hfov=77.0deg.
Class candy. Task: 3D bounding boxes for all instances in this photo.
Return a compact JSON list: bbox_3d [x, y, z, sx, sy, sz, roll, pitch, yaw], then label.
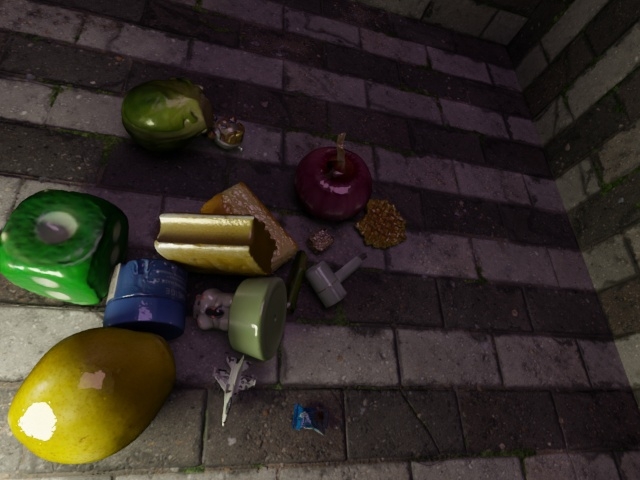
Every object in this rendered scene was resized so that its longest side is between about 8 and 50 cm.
[{"bbox_3d":[0.000,0.000,1.757,0.110,0.085,0.095,-40,87,-22],"label":"candy"},{"bbox_3d":[-0.034,0.639,1.432,0.136,0.038,0.088,21,45,-17],"label":"candy"}]

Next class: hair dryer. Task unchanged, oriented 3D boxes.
[{"bbox_3d":[0.096,0.124,1.721,0.357,0.107,0.173,-34,92,-43],"label":"hair dryer"}]

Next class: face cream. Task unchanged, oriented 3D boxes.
[{"bbox_3d":[-0.577,0.201,1.343,0.248,0.249,0.225,2,62,-18],"label":"face cream"}]

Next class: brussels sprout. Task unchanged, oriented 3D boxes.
[{"bbox_3d":[-0.644,-0.518,1.670,0.370,0.276,0.315,5,41,16],"label":"brussels sprout"}]

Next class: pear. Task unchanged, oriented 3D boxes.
[{"bbox_3d":[-0.624,0.424,1.145,0.418,0.362,0.363,-21,72,-26],"label":"pear"}]

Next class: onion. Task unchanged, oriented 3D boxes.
[{"bbox_3d":[0.056,-0.261,1.791,0.357,0.345,0.359,-1,83,7],"label":"onion"}]

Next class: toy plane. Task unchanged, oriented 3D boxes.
[{"bbox_3d":[-0.306,0.507,1.388,0.159,0.082,0.234,21,72,-20],"label":"toy plane"}]

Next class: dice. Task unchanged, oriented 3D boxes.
[{"bbox_3d":[-0.822,0.027,1.325,0.286,0.300,0.298,10,62,-11],"label":"dice"}]

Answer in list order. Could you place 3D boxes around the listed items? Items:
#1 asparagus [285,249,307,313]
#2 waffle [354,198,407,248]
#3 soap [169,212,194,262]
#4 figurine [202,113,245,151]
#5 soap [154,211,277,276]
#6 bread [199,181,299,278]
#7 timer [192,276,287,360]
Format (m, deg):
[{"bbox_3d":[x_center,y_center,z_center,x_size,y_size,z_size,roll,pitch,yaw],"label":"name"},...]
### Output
[{"bbox_3d":[-0.104,0.166,1.646,0.067,0.060,0.278,14,58,6],"label":"asparagus"},{"bbox_3d":[0.285,-0.085,1.920,0.290,0.051,0.292,8,62,-15],"label":"waffle"},{"bbox_3d":[-0.539,-0.005,1.575,0.118,0.066,0.198,-6,66,-21],"label":"soap"},{"bbox_3d":[-0.478,-0.501,1.835,0.274,0.133,0.194,8,43,-5],"label":"figurine"},{"bbox_3d":[-0.341,0.017,1.371,0.334,0.293,0.156,3,72,6],"label":"soap"},{"bbox_3d":[-0.290,-0.029,1.619,0.236,0.165,0.375,-39,82,-29],"label":"bread"},{"bbox_3d":[-0.306,0.257,1.434,0.314,0.291,0.291,6,59,10],"label":"timer"}]
